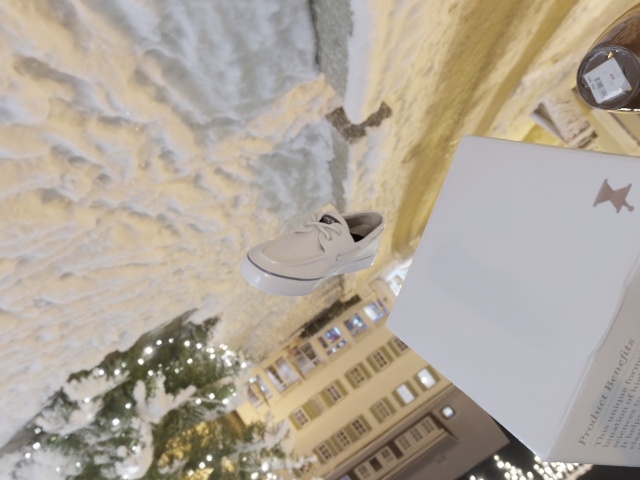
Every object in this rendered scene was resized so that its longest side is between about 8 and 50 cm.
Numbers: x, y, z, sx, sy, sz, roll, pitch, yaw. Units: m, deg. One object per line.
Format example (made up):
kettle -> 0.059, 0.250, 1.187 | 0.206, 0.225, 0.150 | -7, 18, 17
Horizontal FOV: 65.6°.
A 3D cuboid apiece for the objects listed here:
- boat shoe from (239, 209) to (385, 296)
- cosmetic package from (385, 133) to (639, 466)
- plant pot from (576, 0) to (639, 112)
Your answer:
boat shoe -> 0.000, 0.000, 0.651 | 0.258, 0.095, 0.084 | -18, 136, -55
cosmetic package -> 0.380, 0.078, 0.700 | 0.327, 0.394, 0.329 | 36, -73, 61
plant pot -> 0.563, -0.311, 0.875 | 0.230, 0.215, 0.215 | -27, 168, -28
